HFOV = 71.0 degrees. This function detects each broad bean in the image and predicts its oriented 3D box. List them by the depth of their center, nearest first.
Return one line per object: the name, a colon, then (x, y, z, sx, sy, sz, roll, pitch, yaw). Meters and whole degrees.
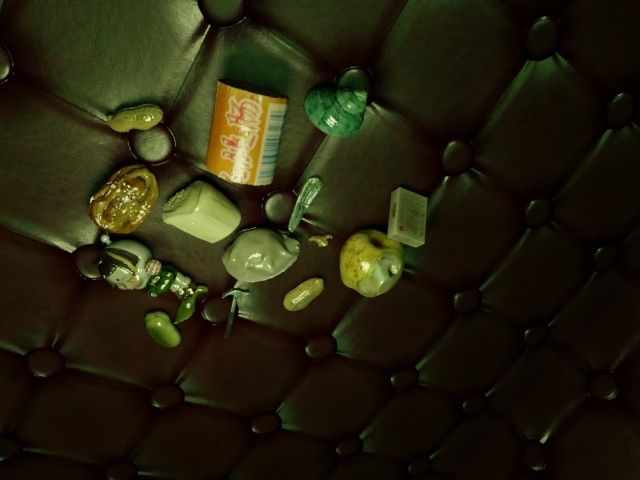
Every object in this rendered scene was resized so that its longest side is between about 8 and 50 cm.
broad bean: (-0.623, 0.349, 1.753, 0.125, 0.082, 0.174, 0, 122, 24)
broad bean: (-0.516, 0.251, 1.758, 0.070, 0.048, 0.213, 34, 109, -20)

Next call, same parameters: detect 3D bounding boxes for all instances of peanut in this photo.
peanut: (-0.583, -0.384, 1.417, 0.175, 0.080, 0.080, -12, 118, -3)
peanut: (-0.064, 0.220, 1.828, 0.194, 0.083, 0.093, -34, 119, 4)

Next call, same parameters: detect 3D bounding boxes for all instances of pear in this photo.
pear: (0.197, 0.089, 1.751, 0.271, 0.271, 0.271, -5, 117, -10)

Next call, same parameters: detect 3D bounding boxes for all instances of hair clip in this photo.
hair clip: (-0.064, -0.136, 1.679, 0.066, 0.036, 0.229, 22, 103, -27)

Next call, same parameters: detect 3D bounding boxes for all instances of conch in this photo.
conch: (0.065, -0.440, 1.501, 0.202, 0.134, 0.196, -37, 119, 7)

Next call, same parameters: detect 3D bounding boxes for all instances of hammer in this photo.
hammer: (-0.367, 0.301, 1.833, 0.103, 0.029, 0.246, 10, 115, -18)

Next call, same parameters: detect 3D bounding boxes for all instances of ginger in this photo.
ginger: (0.001, 0.001, 1.766, 0.097, 0.030, 0.048, -7, 89, -12)

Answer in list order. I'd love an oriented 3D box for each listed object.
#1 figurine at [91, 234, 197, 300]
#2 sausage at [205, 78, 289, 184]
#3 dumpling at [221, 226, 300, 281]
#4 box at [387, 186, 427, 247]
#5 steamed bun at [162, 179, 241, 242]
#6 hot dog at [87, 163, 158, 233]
figurine: (-0.625, 0.112, 1.607, 0.281, 0.167, 0.370, -23, 137, 40)
sausage: (-0.235, -0.342, 1.428, 0.233, 0.233, 0.287, 8, 115, -16)
dumpling: (-0.220, 0.039, 1.637, 0.293, 0.204, 0.163, -6, 106, 0)
box: (0.334, -0.089, 1.715, 0.141, 0.201, 0.058, 17, 156, -21)
steamed bun: (-0.397, -0.100, 1.567, 0.200, 0.170, 0.225, -17, 142, 31)
hot dog: (-0.656, -0.133, 1.499, 0.175, 0.114, 0.259, 36, 104, -27)
